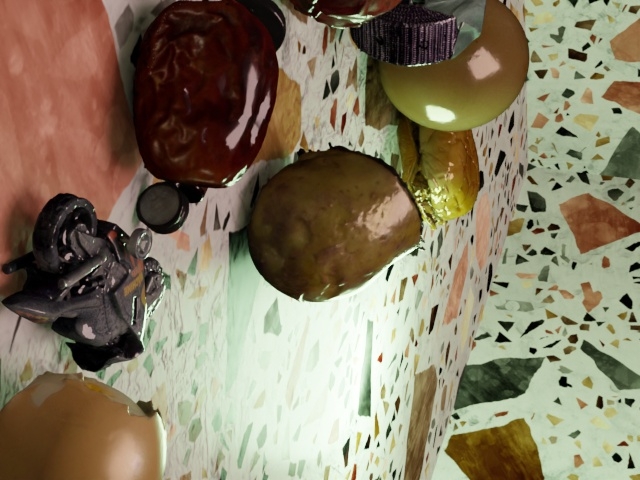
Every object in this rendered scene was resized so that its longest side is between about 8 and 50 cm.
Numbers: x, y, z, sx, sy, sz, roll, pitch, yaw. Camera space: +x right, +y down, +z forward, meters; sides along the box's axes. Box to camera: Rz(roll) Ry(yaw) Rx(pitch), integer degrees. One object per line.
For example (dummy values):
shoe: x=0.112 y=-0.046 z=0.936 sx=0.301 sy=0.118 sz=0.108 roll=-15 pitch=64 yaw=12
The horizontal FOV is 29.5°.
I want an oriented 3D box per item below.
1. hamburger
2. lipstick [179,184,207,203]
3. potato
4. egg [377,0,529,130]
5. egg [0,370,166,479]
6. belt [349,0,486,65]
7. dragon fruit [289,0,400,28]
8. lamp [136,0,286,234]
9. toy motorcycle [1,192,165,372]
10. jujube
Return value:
hamburger: x=0.274 y=-0.174 z=2.790 sx=0.318 sy=0.158 sz=0.319 roll=-6 pitch=90 yaw=-69
lipstick: x=-0.136 y=-0.206 z=1.781 sx=0.057 sy=0.057 sz=0.357 roll=73 pitch=32 yaw=-52
potato: x=0.000 y=0.000 z=2.045 sx=0.237 sy=0.301 sz=0.289 roll=-49 pitch=115 yaw=-23
egg: x=0.273 y=-0.378 z=2.541 sx=0.374 sy=0.301 sz=0.301 roll=-12 pitch=110 yaw=-51
egg: x=-0.277 y=0.266 z=1.348 sx=0.201 sy=0.201 sz=0.244 roll=23 pitch=78 yaw=-71
belt: x=0.182 y=-0.444 z=2.293 sx=0.325 sy=0.260 sz=0.122 roll=-73 pitch=164 yaw=-53
dragon fruit: x=0.040 y=-0.459 z=1.921 sx=0.299 sy=0.244 sz=0.244 roll=96 pitch=7 yaw=-77
lamp: x=-0.142 y=-0.165 z=1.693 sx=0.108 sy=0.130 sz=0.371 roll=61 pitch=39 yaw=-65
toy motorcycle: x=-0.268 y=0.061 z=1.438 sx=0.307 sy=0.108 sz=0.173 roll=49 pitch=57 yaw=-64
jujube: x=-0.148 y=-0.190 z=1.556 sx=0.183 sy=0.183 sz=0.243 roll=11 pitch=86 yaw=-72
